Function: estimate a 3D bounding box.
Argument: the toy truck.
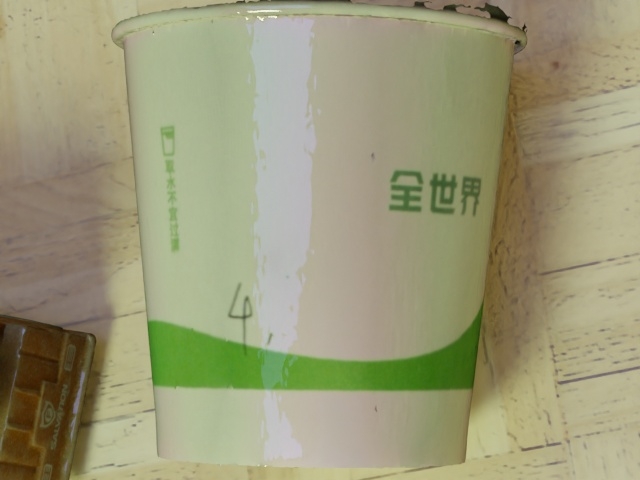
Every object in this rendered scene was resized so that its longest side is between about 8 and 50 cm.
[{"bbox_3d":[-0.340,0.088,1.301,0.338,0.184,0.133,7,82,22],"label":"toy truck"}]

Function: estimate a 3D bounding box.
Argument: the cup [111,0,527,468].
[{"bbox_3d":[0.000,0.000,1.169,0.253,0.253,0.274,-1,87,21],"label":"cup"}]
